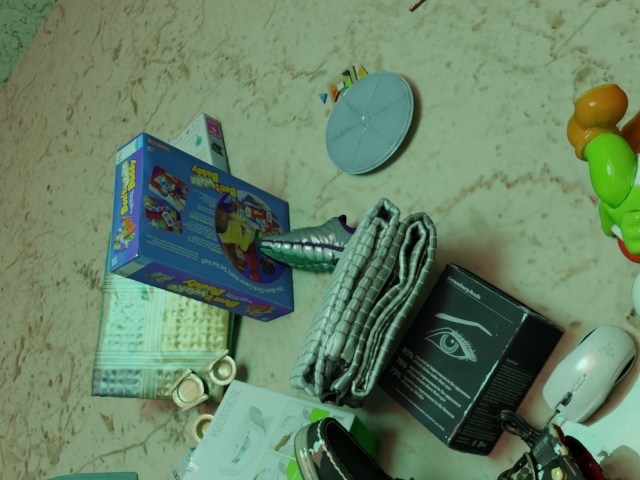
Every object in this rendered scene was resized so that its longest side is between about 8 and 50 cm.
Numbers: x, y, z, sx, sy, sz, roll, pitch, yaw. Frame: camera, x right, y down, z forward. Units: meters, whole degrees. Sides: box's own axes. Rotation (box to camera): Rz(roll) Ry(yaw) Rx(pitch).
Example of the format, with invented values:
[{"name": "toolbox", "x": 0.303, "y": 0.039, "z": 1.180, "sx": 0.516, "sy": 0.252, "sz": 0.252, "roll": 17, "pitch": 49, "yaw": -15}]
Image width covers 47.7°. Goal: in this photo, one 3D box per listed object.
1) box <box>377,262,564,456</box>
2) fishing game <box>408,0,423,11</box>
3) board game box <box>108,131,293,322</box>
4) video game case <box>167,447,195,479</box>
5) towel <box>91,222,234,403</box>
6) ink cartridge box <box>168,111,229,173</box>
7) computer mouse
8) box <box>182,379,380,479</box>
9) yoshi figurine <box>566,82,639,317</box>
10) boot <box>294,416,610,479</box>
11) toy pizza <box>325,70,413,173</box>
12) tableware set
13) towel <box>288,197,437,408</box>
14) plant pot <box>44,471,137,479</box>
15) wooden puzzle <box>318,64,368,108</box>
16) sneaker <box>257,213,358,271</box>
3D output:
[{"name": "box", "x": 0.202, "y": 0.161, "z": 0.991, "sx": 0.153, "sy": 0.108, "sz": 0.207, "roll": 37, "pitch": 98, "yaw": 46}, {"name": "fishing game", "x": 0.184, "y": -0.572, "z": 1.387, "sx": 0.189, "sy": 0.041, "sz": 0.264, "roll": -37, "pitch": 51, "yaw": 30}, {"name": "board game box", "x": -0.198, "y": -0.013, "z": 1.275, "sx": 0.078, "sy": 0.347, "sz": 0.233, "roll": -25, "pitch": 56, "yaw": 34}, {"name": "video game case", "x": -0.260, "y": 0.490, "z": 1.350, "sx": 0.166, "sy": 0.015, "sz": 0.119, "roll": -56, "pitch": 45, "yaw": 9}, {"name": "towel", "x": -0.297, "y": 0.123, "z": 1.411, "sx": 0.271, "sy": 0.040, "sz": 0.370, "roll": 2, "pitch": 78, "yaw": 7}, {"name": "ink cartridge box", "x": -0.282, "y": -0.114, "z": 1.608, "sx": 0.185, "sy": 0.065, "sz": 0.311, "roll": -36, "pitch": 48, "yaw": 27}, {"name": "computer mouse", "x": 0.315, "y": 0.186, "z": 0.904, "sx": 0.106, "sy": 0.042, "sz": 0.193, "roll": 39, "pitch": 100, "yaw": 27}, {"name": "box", "x": -0.075, "y": 0.366, "z": 1.064, "sx": 0.231, "sy": 0.127, "sz": 0.262, "roll": 7, "pitch": 59, "yaw": 31}, {"name": "yoshi figurine", "x": 0.415, "y": -0.025, "z": 0.817, "sx": 0.203, "sy": 0.203, "sz": 0.362, "roll": -23, "pitch": 60, "yaw": 27}, {"name": "boot", "x": 0.175, "y": 0.310, "z": 0.853, "sx": 0.284, "sy": 0.138, "sz": 0.377, "roll": -42, "pitch": 80, "yaw": 18}, {"name": "toy pizza", "x": 0.091, "y": -0.212, "z": 1.319, "sx": 0.201, "sy": 0.032, "sz": 0.201, "roll": -19, "pitch": 61, "yaw": 38}, {"name": "tableware set", "x": -0.193, "y": 0.292, "z": 1.319, "sx": 0.141, "sy": 0.020, "sz": 0.169, "roll": -34, "pitch": 69, "yaw": 5}, {"name": "towel", "x": 0.063, "y": 0.106, "z": 1.047, "sx": 0.235, "sy": 0.121, "sz": 0.284, "roll": 115, "pitch": 178, "yaw": -76}, {"name": "plant pot", "x": -0.529, "y": 0.589, "z": 1.391, "sx": 0.247, "sy": 0.252, "sz": 0.247, "roll": -30, "pitch": 54, "yaw": 32}, {"name": "wooden puzzle", "x": 0.043, "y": -0.303, "z": 1.417, "sx": 0.116, "sy": 0.014, "sz": 0.079, "roll": -38, "pitch": 50, "yaw": 26}, {"name": "sneaker", "x": 0.000, "y": 0.000, "z": 1.268, "sx": 0.223, "sy": 0.083, "sz": 0.098, "roll": 8, "pitch": 65, "yaw": 24}]
